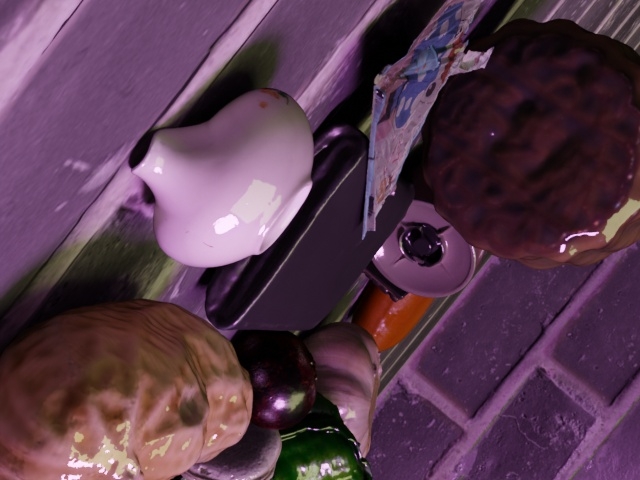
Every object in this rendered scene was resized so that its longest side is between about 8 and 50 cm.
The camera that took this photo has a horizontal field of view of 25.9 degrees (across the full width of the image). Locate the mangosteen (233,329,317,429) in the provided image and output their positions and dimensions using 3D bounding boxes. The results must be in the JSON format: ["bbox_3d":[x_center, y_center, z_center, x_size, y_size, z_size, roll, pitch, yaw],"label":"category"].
[{"bbox_3d":[-0.072,0.164,1.612,0.140,0.140,0.140,-48,169,-12],"label":"mangosteen"}]

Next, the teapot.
[{"bbox_3d":[-0.058,-0.043,1.015,0.145,0.092,0.226,-52,173,10],"label":"teapot"}]

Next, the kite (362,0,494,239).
[{"bbox_3d":[0.118,-0.167,1.327,0.406,0.014,0.368,-65,165,19],"label":"kite"}]

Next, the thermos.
[{"bbox_3d":[0.177,-0.069,1.792,0.265,0.146,0.176,-53,165,-46],"label":"thermos"}]

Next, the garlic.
[{"bbox_3d":[0.005,0.230,2.004,0.228,0.152,0.228,6,90,-75],"label":"garlic"}]

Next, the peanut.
[{"bbox_3d":[-0.140,0.119,1.038,0.140,0.153,0.325,-66,160,5],"label":"peanut"}]

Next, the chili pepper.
[{"bbox_3d":[-0.124,0.322,1.771,0.385,0.213,0.167,-24,-158,-26],"label":"chili pepper"}]

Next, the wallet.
[{"bbox_3d":[-0.001,-0.001,1.466,0.228,0.062,0.406,-52,169,3],"label":"wallet"}]

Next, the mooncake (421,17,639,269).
[{"bbox_3d":[0.253,-0.108,1.564,0.290,0.290,0.161,-53,161,13],"label":"mooncake"}]

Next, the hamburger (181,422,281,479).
[{"bbox_3d":[-0.113,0.245,1.641,0.140,0.133,0.062,-52,165,-47],"label":"hamburger"}]

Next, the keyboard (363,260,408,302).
[{"bbox_3d":[0.160,-0.018,1.952,0.317,0.106,0.027,-39,165,-44],"label":"keyboard"}]

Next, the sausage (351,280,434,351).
[{"bbox_3d":[0.129,0.074,2.148,0.105,0.105,0.274,-39,164,-47],"label":"sausage"}]
